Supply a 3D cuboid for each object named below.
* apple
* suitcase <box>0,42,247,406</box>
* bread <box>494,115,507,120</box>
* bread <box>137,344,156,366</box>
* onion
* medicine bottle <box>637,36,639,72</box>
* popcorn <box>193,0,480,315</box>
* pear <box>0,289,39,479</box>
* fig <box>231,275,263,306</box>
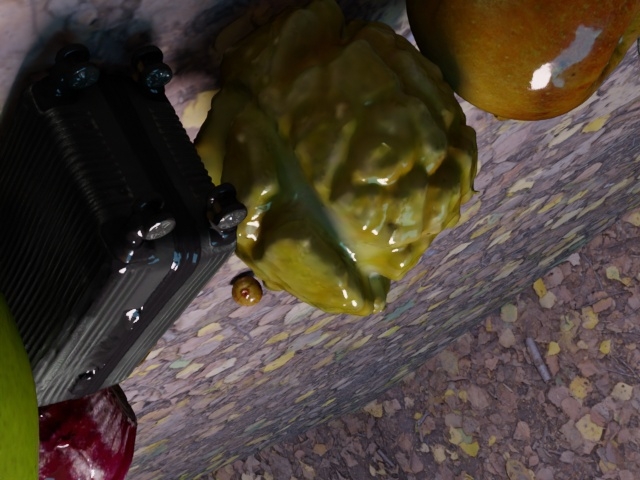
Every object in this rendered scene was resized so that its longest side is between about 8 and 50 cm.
[{"bbox_3d":[0.194,-0.232,0.761,0.237,0.207,0.237,-46,166,-15],"label":"apple"},{"bbox_3d":[-0.199,0.000,0.715,0.128,0.202,0.312,-11,153,-45],"label":"suitcase"},{"bbox_3d":[0.288,-0.225,1.093,0.140,0.069,0.128,-24,162,-16],"label":"bread"},{"bbox_3d":[-0.293,0.178,1.311,0.049,0.034,0.088,-7,152,-38],"label":"bread"},{"bbox_3d":[-0.379,0.279,1.103,0.281,0.260,0.337,-28,162,-24],"label":"onion"},{"bbox_3d":[0.518,-0.291,1.048,0.212,0.212,0.325,-34,162,12],"label":"medicine bottle"},{"bbox_3d":[0.018,-0.067,0.770,0.282,0.247,0.282,-48,159,-25],"label":"popcorn"},{"bbox_3d":[-0.346,0.045,0.510,0.399,0.398,0.165,56,53,-72],"label":"pear"},{"bbox_3d":[-0.118,0.081,1.316,0.050,0.050,0.083,-29,-178,-5],"label":"fig"}]
